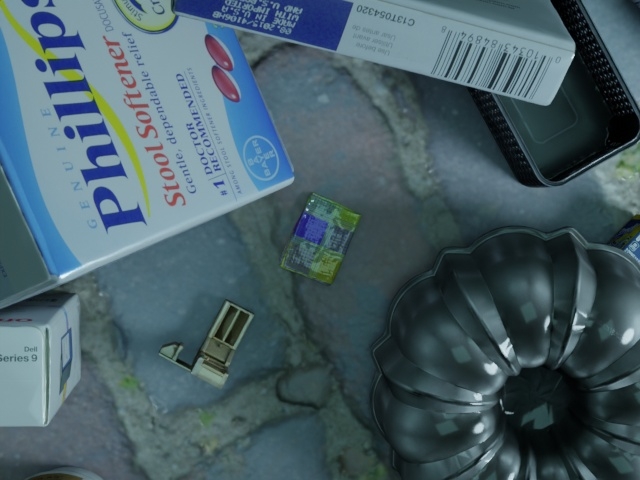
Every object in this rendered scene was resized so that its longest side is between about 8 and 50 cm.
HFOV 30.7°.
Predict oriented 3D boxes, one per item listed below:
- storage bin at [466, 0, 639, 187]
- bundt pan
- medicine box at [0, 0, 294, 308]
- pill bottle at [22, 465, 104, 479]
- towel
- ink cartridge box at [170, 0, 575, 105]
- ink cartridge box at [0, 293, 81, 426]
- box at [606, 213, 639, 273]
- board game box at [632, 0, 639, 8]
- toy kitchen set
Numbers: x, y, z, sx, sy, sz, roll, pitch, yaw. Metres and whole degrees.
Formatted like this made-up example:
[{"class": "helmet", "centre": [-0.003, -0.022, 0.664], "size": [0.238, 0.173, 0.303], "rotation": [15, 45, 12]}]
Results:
[{"class": "storage bin", "centre": [0.223, -0.152, 1.158], "size": [0.122, 0.084, 0.180], "rotation": [-30, 95, -3]}, {"class": "bundt pan", "centre": [0.209, 0.155, 1.122], "size": [0.330, 0.124, 0.331], "rotation": [0, 100, 2]}, {"class": "medicine box", "centre": [-0.206, -0.114, 1.021], "size": [0.289, 0.149, 0.264], "rotation": [-27, 96, -46]}, {"class": "pill bottle", "centre": [-0.245, 0.282, 1.064], "size": [0.131, 0.229, 0.131], "rotation": [0, 93, -4]}, {"class": "towel", "centre": [0.000, 0.000, 1.183], "size": [0.060, 0.009, 0.083], "rotation": [25, 90, -4]}, {"class": "ink cartridge box", "centre": [0.030, -0.255, 1.032], "size": [0.324, 0.330, 0.071], "rotation": [11, 123, -13]}, {"class": "ink cartridge box", "centre": [-0.308, 0.104, 1.060], "size": [0.154, 0.212, 0.093], "rotation": [0, 93, -5]}, {"class": "box", "centre": [0.370, 0.050, 1.190], "size": [0.169, 0.059, 0.054], "rotation": [45, 89, -5]}, {"class": "board game box", "centre": [0.405, -0.280, 1.179], "size": [0.194, 0.060, 0.194], "rotation": [-44, 94, -2]}, {"class": "toy kitchen set", "centre": [-0.111, 0.093, 1.140], "size": [0.068, 0.083, 0.075], "rotation": [28, 90, -6]}]
